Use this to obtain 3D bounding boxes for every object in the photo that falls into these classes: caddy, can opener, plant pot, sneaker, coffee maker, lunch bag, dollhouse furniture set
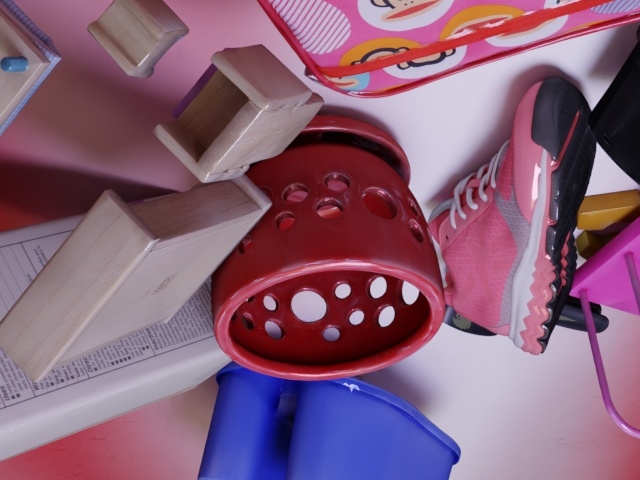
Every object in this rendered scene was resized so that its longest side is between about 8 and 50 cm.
[{"bbox_3d":[0.014,0.233,1.453,0.241,0.179,0.341,3,156,31],"label":"caddy"},{"bbox_3d":[0.212,0.062,1.320,0.186,0.059,0.073,8,128,-19],"label":"can opener"},{"bbox_3d":[0.000,0.000,1.076,0.191,0.174,0.191,-5,148,-3],"label":"plant pot"},{"bbox_3d":[0.158,-0.017,1.142,0.136,0.116,0.313,17,140,17],"label":"sneaker"},{"bbox_3d":[0.276,-0.124,0.972,0.171,0.120,0.178,-9,151,-17],"label":"coffee maker"},{"bbox_3d":[0.103,-0.204,0.839,0.293,0.120,0.258,-15,151,15],"label":"lunch bag"},{"bbox_3d":[-0.188,-0.105,0.916,0.286,0.303,0.198,-48,172,20],"label":"dollhouse furniture set"}]

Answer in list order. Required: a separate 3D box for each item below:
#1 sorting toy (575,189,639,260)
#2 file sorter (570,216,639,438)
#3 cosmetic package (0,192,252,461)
[{"bbox_3d":[0.404,-0.006,1.268,0.307,0.041,0.229,-8,148,2],"label":"sorting toy"},{"bbox_3d":[0.408,0.054,1.169,0.202,0.182,0.290,16,138,-27],"label":"file sorter"},{"bbox_3d":[-0.219,0.075,1.051,0.309,0.160,0.113,-15,162,-47],"label":"cosmetic package"}]
